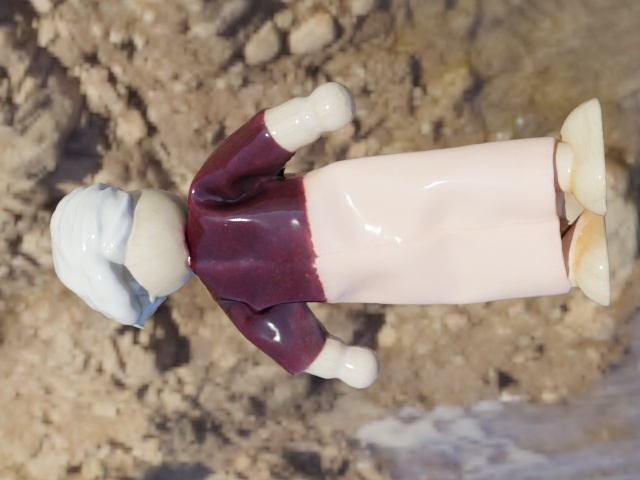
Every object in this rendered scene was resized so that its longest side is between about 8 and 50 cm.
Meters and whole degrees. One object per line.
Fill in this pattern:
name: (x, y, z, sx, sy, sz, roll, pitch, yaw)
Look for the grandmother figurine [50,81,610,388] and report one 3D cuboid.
grandmother figurine: (0.000, 0.000, 0.819, 0.342, 0.104, 0.208, -3, 109, 10)
